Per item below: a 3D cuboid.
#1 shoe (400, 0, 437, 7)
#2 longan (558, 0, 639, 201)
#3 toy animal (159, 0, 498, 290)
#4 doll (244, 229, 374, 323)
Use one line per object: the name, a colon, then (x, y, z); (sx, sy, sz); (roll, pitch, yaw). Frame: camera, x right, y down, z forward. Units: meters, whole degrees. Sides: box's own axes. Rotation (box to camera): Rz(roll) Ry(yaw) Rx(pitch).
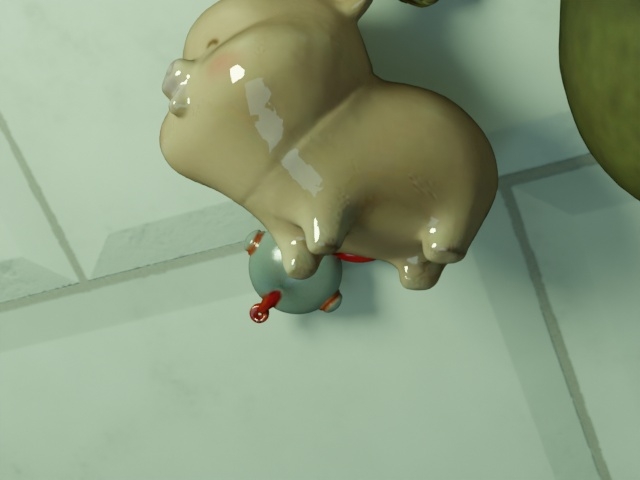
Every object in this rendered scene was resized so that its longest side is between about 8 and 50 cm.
shoe: (0.064, -0.258, 1.241); (0.109, 0.069, 0.072); (25, 85, -16)
longan: (0.373, -0.171, 1.065); (0.361, 0.361, 0.361); (5, 121, 9)
toy animal: (0.010, -0.099, 1.222); (0.326, 0.269, 0.237); (13, 147, -24)
doll: (0.000, 0.000, 1.403); (0.142, 0.076, 0.245); (38, 116, -2)
